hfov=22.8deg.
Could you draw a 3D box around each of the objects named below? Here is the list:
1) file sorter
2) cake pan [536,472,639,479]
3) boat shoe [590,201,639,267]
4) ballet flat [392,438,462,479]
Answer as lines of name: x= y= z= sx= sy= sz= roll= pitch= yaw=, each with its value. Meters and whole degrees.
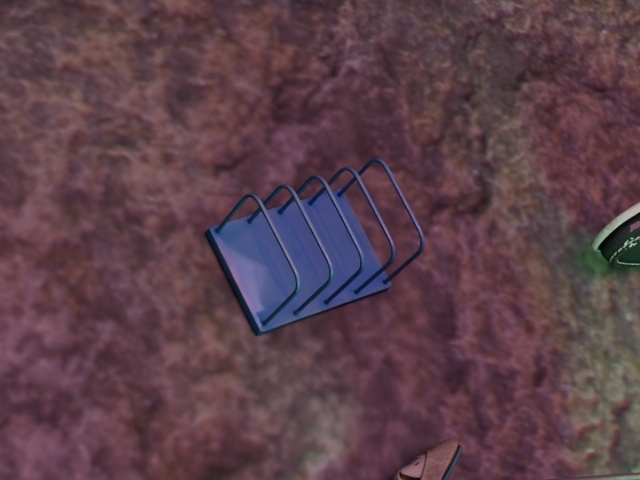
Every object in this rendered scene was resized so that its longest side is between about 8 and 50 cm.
file sorter: x=0.000 y=0.000 z=1.572 sx=0.170 sy=0.104 sz=0.118 roll=-17 pitch=74 yaw=-35
cake pan: x=0.273 y=0.249 z=1.477 sx=0.293 sy=0.293 sz=0.054 roll=2 pitch=77 yaw=-28
boat shoe: x=0.437 y=-0.007 z=1.814 sx=0.302 sy=0.114 sz=0.091 roll=-14 pitch=65 yaw=-33
ballet flat: x=0.085 y=0.246 z=1.515 sx=0.052 sy=0.057 sz=0.168 roll=29 pitch=52 yaw=0
